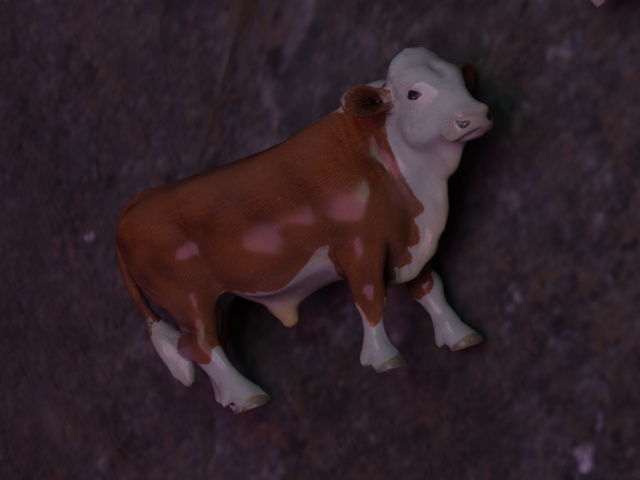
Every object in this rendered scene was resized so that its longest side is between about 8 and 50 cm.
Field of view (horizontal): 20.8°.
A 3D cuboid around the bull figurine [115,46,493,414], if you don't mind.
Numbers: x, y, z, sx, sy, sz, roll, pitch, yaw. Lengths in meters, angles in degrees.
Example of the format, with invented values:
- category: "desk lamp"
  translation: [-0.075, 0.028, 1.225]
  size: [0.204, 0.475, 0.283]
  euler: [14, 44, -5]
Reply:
- category: "bull figurine"
  translation: [0.000, 0.000, 1.140]
  size: [0.310, 0.101, 0.188]
  euler: [-19, 85, 33]

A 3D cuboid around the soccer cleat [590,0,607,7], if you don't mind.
- category: "soccer cleat"
  translation: [0.128, -0.249, 1.056]
  size: [0.095, 0.083, 0.248]
  euler: [-41, 69, 8]
